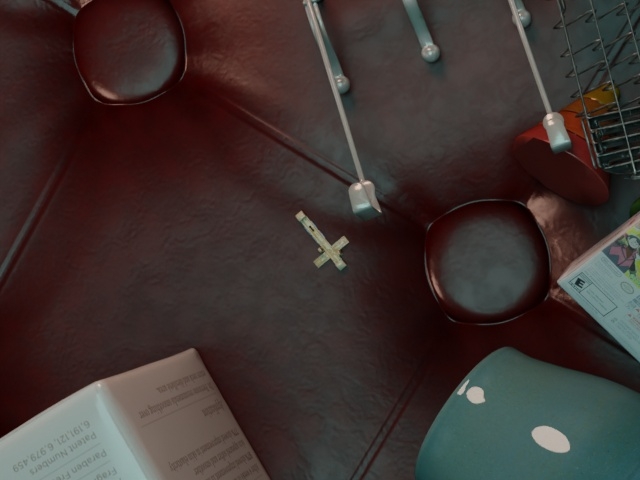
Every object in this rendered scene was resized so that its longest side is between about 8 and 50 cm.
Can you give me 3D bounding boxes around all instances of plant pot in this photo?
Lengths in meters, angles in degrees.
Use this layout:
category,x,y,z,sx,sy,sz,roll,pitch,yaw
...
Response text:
category,x,y,z,sx,sy,sz,roll,pitch,yaw
plant pot,0.250,0.250,1.475,0.255,0.271,0.271,35,99,24

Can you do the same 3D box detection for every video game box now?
category,x,y,z,sx,sy,sz,roll,pitch,yaw
video game box,0.380,0.061,1.473,0.205,0.048,0.187,44,142,-1

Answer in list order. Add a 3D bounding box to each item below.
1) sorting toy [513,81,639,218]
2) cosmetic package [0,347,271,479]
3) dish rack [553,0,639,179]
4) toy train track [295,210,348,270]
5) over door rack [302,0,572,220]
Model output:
category,x,y,z,sx,sy,sz,roll,pitch,yaw
sorting toy,0.395,-0.061,1.516,0.365,0.127,0.126,30,75,12
cosmetic package,-0.216,0.376,1.536,0.327,0.329,0.393,-32,84,11
dish rack,0.340,-0.202,1.482,0.208,0.074,0.271,-13,86,-11
toy train track,0.000,0.000,1.638,0.048,0.014,0.083,-41,83,10
over door rack,0.120,-0.188,1.539,0.239,0.108,0.324,-19,65,12
